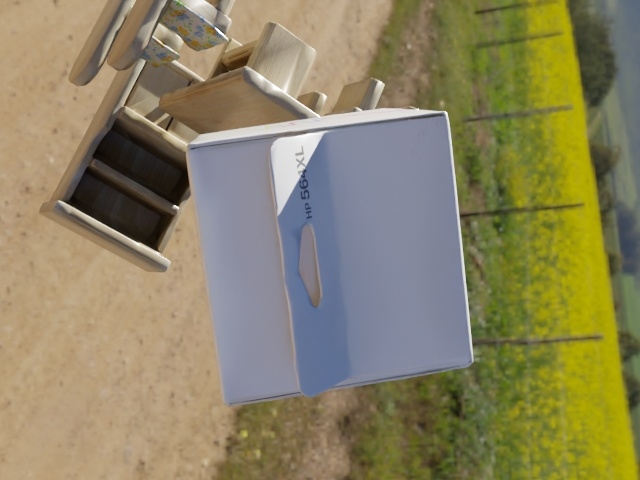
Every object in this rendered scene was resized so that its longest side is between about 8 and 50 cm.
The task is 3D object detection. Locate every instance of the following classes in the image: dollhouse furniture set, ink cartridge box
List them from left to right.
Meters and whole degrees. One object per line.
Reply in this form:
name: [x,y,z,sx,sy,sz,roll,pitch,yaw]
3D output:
dollhouse furniture set: [-0.094,-0.070,0.732,0.212,0.242,0.161,32,73,-28]
ink cartridge box: [0.000,0.000,0.375,0.143,0.089,0.092,-125,-154,-80]
